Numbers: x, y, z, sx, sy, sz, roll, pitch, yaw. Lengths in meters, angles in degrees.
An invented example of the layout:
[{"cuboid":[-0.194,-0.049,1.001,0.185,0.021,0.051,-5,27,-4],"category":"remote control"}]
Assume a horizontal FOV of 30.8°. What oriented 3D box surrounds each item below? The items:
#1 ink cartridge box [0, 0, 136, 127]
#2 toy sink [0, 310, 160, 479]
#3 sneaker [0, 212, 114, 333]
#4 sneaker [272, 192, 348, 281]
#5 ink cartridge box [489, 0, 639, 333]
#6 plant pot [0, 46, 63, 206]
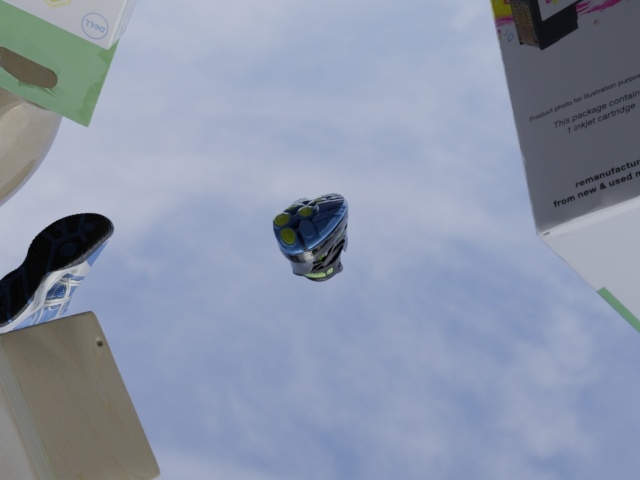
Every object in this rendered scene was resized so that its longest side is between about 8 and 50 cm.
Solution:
[{"cuboid":[-0.272,-0.229,1.117,0.171,0.235,0.056,25,-151,-4],"category":"ink cartridge box"},{"cuboid":[-0.272,0.177,0.972,0.234,0.153,0.131,-29,172,33],"category":"toy sink"},{"cuboid":[-0.357,0.047,1.552,0.211,0.081,0.080,-44,-122,-15],"category":"sneaker"},{"cuboid":[0.000,0.000,1.051,0.067,0.078,0.188,-12,-176,4],"category":"sneaker"},{"cuboid":[0.205,-0.105,0.761,0.117,0.201,0.278,-21,-122,26],"category":"ink cartridge box"},{"cuboid":[-0.422,-0.181,1.414,0.190,0.284,0.284,-23,-158,23],"category":"plant pot"}]
